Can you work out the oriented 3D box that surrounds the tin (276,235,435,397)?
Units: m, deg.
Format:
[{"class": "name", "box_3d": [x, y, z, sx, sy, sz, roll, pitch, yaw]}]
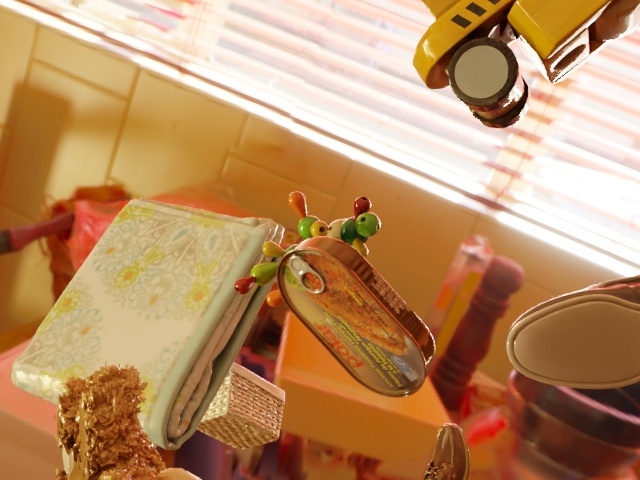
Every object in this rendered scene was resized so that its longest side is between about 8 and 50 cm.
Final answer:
[{"class": "tin", "box_3d": [0.036, 0.077, 0.782, 0.189, 0.106, 0.040, 48, 42, -3]}]

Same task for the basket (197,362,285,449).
[{"class": "basket", "box_3d": [-0.158, 0.317, 1.460, 0.167, 0.113, 0.103, 39, 39, -41]}]

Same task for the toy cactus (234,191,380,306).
[{"class": "toy cactus", "box_3d": [0.000, 0.000, 0.991, 0.181, 0.219, 0.112, -23, 77, -53]}]

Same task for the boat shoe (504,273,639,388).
[{"class": "boat shoe", "box_3d": [0.370, 0.096, 0.900, 0.336, 0.112, 0.095, -12, 2, -3]}]

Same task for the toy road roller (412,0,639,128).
[{"class": "toy road roller", "box_3d": [0.274, -0.332, 1.088, 0.240, 0.330, 0.202, 57, 16, 12]}]

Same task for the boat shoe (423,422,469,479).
[{"class": "boat shoe", "box_3d": [0.209, 0.399, 1.305, 0.060, 0.177, 0.064, 13, -14, -30]}]

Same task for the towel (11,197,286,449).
[{"class": "towel", "box_3d": [-0.254, 0.105, 1.182, 0.321, 0.374, 0.090, 10, -32, 33]}]

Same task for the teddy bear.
[{"class": "teddy bear", "box_3d": [-0.201, 0.249, 0.800, 0.113, 0.244, 0.338, -2, -11, -29]}]
